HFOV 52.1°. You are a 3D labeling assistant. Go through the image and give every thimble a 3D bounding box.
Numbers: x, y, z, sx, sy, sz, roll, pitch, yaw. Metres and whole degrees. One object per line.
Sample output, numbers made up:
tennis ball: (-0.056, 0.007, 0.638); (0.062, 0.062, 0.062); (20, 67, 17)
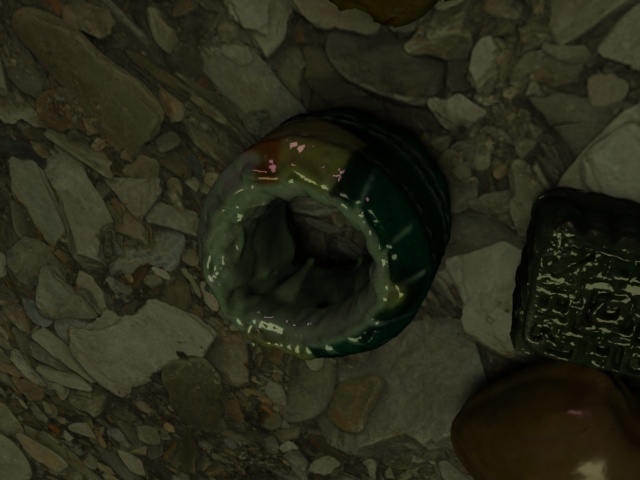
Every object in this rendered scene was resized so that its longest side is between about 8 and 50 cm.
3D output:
thimble: (0.000, 0.000, 0.732); (0.254, 0.167, 0.288); (37, 128, 1)

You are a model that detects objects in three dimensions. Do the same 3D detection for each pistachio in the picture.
pistachio: (0.277, 0.254, 0.772); (0.260, 0.163, 0.212); (-37, 66, 49)

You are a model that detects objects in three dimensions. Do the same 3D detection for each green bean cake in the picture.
green bean cake: (0.293, 0.052, 0.673); (0.182, 0.094, 0.173); (14, 125, 16)

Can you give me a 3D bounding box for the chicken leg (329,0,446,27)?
chicken leg: (0.013, -0.383, 0.505); (0.202, 0.152, 0.429); (-7, 111, 15)
